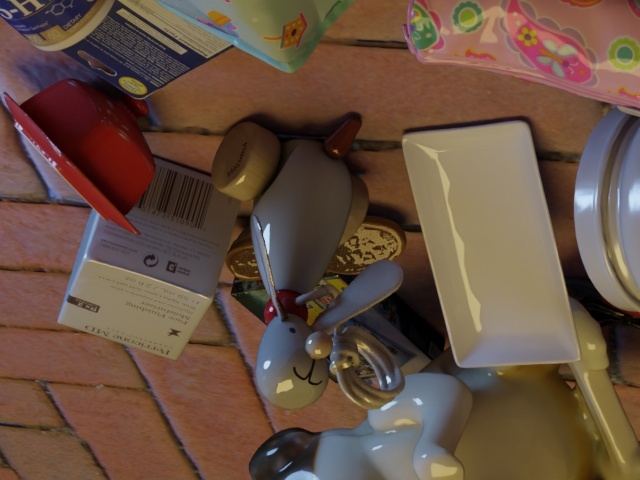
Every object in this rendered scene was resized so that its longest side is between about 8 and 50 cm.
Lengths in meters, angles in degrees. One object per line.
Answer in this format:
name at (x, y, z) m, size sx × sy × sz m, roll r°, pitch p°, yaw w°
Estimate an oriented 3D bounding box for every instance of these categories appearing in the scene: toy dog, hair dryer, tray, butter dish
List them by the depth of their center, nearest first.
toy dog at (0.000, 0.000, 1.924) m, size 0.220 × 0.333 × 0.161 m, roll 5°, pitch 143°, yaw -41°
tray at (0.182, 0.004, 1.972) m, size 0.145 × 0.030 × 0.270 m, roll -5°, pitch 111°, yaw 29°
butter dish at (-0.230, -0.110, 1.982) m, size 0.160 × 0.118 × 0.160 m, roll 42°, pitch 175°, yaw 44°
hair dryer at (0.397, 0.092, 2.110) m, size 0.224 × 0.080 × 0.293 m, roll 26°, pitch 147°, yaw -22°
toy dog at (0.120, 0.245, 2.151) m, size 0.395 × 0.408 × 0.284 m, roll 35°, pitch 151°, yaw 61°

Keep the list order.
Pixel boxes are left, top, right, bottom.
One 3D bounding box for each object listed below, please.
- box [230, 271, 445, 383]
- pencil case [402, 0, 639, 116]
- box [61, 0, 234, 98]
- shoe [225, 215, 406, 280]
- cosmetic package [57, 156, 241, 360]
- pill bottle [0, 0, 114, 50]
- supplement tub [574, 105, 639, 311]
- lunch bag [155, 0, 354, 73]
box at (0.023, 0.093, 2.293) m, size 0.159 × 0.044 × 0.233 m, roll -10°, pitch 143°, yaw 34°
pencil case at (0.217, -0.180, 1.641) m, size 0.284 × 0.124 × 0.124 m, roll 17°, pitch 151°, yaw 11°
box at (-0.160, -0.216, 1.840) m, size 0.136 × 0.036 × 0.225 m, roll 32°, pitch 144°, yaw -30°
shoe at (-0.004, -0.002, 2.139) m, size 0.219 × 0.058 × 0.076 m, roll -6°, pitch 125°, yaw 23°
cosmetic package at (-0.194, 0.018, 2.138) m, size 0.151 × 0.151 × 0.183 m, roll 19°, pitch 150°, yaw -8°
pill bottle at (-0.281, -0.268, 1.723) m, size 0.112 × 0.112 × 0.187 m, roll -11°, pitch 143°, yaw 35°
supplement tub at (0.421, -0.030, 1.698) m, size 0.331 × 0.241 × 0.241 m, roll 1°, pitch 151°, yaw 44°
lunch bag at (-0.103, -0.291, 1.564) m, size 0.262 × 0.160 × 0.223 m, roll 34°, pitch 165°, yaw 35°
